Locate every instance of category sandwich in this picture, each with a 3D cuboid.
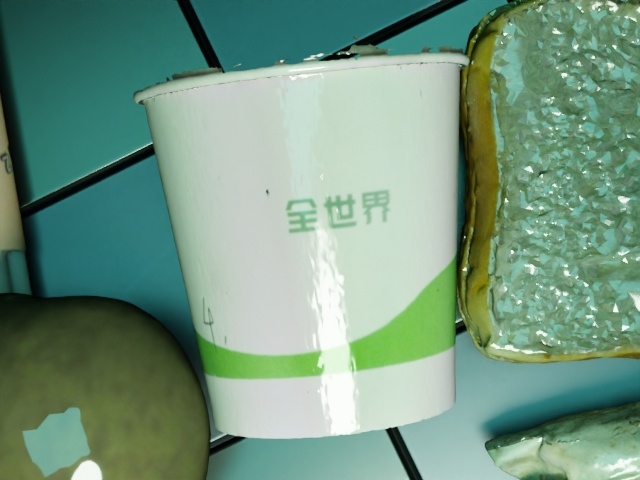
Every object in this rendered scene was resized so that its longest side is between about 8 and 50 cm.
[{"bbox_3d":[0.242,-0.048,1.013,0.271,0.099,0.301,1,86,-8],"label":"sandwich"}]

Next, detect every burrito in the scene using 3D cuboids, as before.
[{"bbox_3d":[0.283,0.152,1.000,0.309,0.096,0.066,-10,97,11],"label":"burrito"}]

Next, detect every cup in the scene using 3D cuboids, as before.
[{"bbox_3d":[0.000,0.000,0.973,0.253,0.253,0.274,-7,92,3],"label":"cup"}]

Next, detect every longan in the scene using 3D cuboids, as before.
[{"bbox_3d":[-0.204,0.144,0.981,0.248,0.248,0.248,0,87,3],"label":"longan"}]

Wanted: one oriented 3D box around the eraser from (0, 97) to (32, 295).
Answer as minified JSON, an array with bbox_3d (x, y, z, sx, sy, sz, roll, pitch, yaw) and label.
[{"bbox_3d":[-0.349,-0.077,1.068,0.171,0.087,0.290,-11,86,5],"label":"eraser"}]
